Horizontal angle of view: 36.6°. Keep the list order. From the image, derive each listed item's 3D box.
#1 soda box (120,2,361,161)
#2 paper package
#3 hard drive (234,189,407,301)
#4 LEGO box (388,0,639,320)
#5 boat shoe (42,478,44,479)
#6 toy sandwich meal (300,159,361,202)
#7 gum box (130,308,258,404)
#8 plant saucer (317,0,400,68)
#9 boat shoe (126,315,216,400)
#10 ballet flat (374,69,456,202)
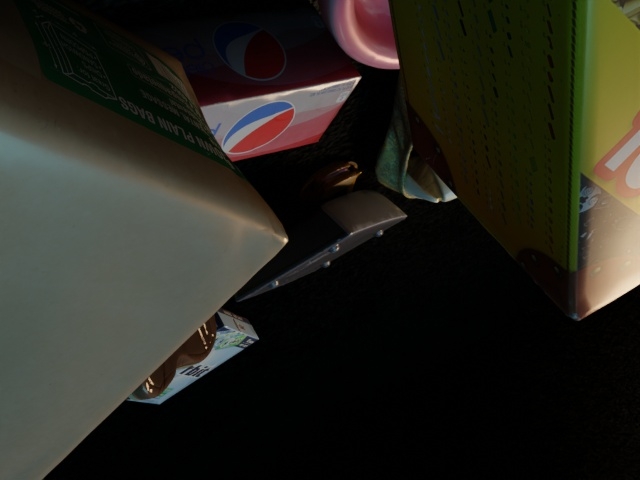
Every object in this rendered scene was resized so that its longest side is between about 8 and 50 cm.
[{"bbox_3d":[-0.102,-0.108,0.731,0.263,0.083,0.092,-18,158,-37],"label":"soda box"},{"bbox_3d":[-0.237,0.000,0.483,0.309,0.168,0.325,-42,146,17],"label":"paper package"},{"bbox_3d":[0.000,0.000,1.146,0.172,0.054,0.255,-31,176,19],"label":"hard drive"},{"bbox_3d":[0.221,-0.240,0.482,0.373,0.193,0.500,-30,143,-9],"label":"LEGO box"},{"bbox_3d":[-0.507,0.430,1.571,0.142,0.049,0.040,-28,-159,5],"label":"boat shoe"},{"bbox_3d":[0.014,-0.064,1.124,0.086,0.029,0.085,-28,162,-10],"label":"toy sandwich meal"},{"bbox_3d":[-0.194,0.166,1.379,0.184,0.041,0.157,-34,162,4],"label":"gum box"},{"bbox_3d":[0.133,-0.263,0.701,0.332,0.084,0.332,-28,163,-10],"label":"plant saucer"},{"bbox_3d":[-0.203,0.117,1.135,0.095,0.095,0.257,-11,-175,14],"label":"boat shoe"},{"bbox_3d":[0.130,-0.107,1.062,0.123,0.123,0.348,-28,162,-11],"label":"ballet flat"}]
